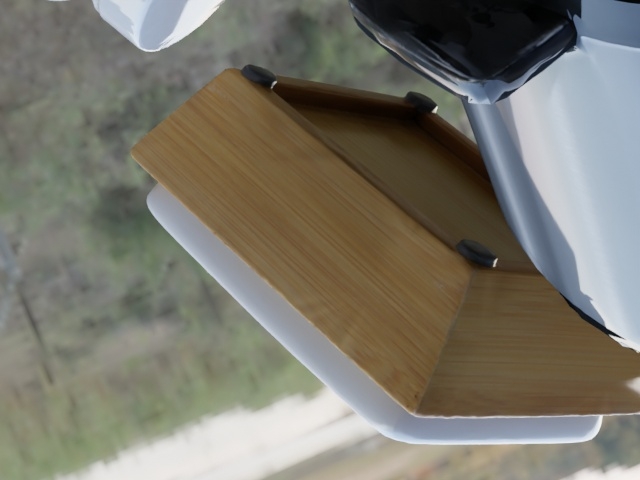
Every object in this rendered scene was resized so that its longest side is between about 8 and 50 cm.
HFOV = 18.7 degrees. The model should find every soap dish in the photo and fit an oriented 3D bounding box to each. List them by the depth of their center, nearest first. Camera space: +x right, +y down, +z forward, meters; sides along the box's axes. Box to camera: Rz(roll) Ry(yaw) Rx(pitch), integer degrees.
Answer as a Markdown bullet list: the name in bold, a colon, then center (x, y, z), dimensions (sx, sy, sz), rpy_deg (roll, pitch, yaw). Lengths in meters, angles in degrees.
- **soap dish**: center (0.053, 0.004, 1.202), dimensions (0.229, 0.291, 0.118), rpy_deg (5, 117, -46)

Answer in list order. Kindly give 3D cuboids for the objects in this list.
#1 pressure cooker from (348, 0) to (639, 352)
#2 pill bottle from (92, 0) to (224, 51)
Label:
- **pressure cooker**: center (0.214, -0.177, 0.839), dimensions (0.375, 0.370, 0.420), rpy_deg (-5, 145, 17)
- **pill bottle**: center (-0.165, -0.239, 1.147), dimensions (0.152, 0.272, 0.152), rpy_deg (-46, 170, -11)
